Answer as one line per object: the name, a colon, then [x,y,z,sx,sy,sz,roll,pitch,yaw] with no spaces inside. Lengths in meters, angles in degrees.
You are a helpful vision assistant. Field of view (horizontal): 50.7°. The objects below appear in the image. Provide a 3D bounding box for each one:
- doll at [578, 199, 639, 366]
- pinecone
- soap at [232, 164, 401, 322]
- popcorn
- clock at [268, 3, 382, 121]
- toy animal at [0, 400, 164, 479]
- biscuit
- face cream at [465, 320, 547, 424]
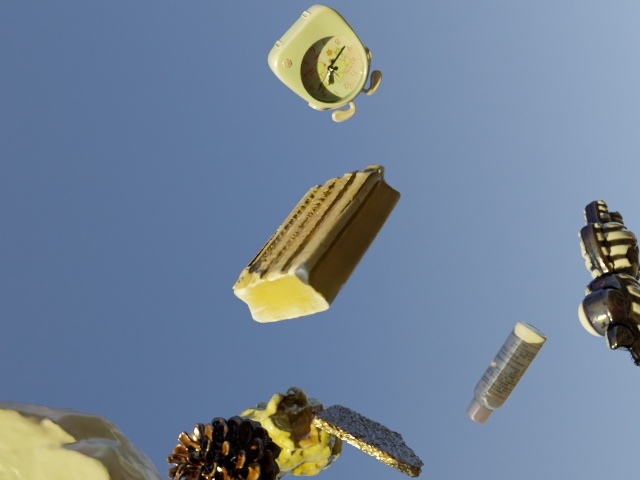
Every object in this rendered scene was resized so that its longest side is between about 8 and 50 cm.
doll: [0.328,0.050,0.753,0.091,0.067,0.219,31,-134,-27]
pinecone: [-0.163,0.356,1.071,0.165,0.163,0.162,27,-111,-47]
soap: [0.000,0.000,1.053,0.089,0.174,0.274,55,-134,-20]
popcorn: [-0.073,0.487,1.702,0.287,0.252,0.215,2,-114,-32]
clock: [0.015,-0.310,1.209,0.151,0.062,0.191,-45,-61,7]
toy animal: [-0.237,0.308,0.682,0.266,0.308,0.188,-64,-14,2]
biscuit: [0.108,0.398,1.368,0.131,0.237,0.026,-2,-68,-64]
face cream: [0.439,0.322,1.623,0.082,0.082,0.269,21,-75,-40]
